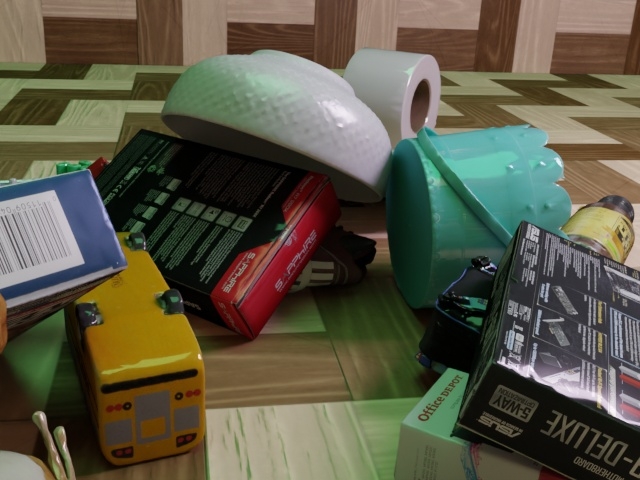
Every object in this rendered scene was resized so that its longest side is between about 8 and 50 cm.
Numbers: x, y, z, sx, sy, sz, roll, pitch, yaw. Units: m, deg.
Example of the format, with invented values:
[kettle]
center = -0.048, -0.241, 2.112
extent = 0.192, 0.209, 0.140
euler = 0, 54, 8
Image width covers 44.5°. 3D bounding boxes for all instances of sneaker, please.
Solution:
[sneaker]
center = 0.000, 0.000, 1.231
extent = 0.162, 0.106, 0.281
euler = 5, 29, -14

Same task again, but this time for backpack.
[backpack]
center = 0.219, 0.116, 0.909
extent = 0.173, 0.117, 0.158
euler = 26, 30, 18

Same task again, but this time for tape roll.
[tape roll]
center = 0.168, -0.333, 1.885
extent = 0.169, 0.246, 0.246
euler = 14, 24, 25

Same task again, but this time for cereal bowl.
[cereal bowl]
center = -0.048, -0.176, 1.133
extent = 0.339, 0.141, 0.339
euler = 20, -5, 2

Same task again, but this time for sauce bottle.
[sauce bottle]
center = 0.437, 0.000, 1.243
extent = 0.111, 0.111, 0.344
euler = 14, 25, 26

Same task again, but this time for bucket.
[bucket]
center = 0.208, -0.031, 1.100
extent = 0.183, 0.281, 0.281
euler = -4, 22, -10

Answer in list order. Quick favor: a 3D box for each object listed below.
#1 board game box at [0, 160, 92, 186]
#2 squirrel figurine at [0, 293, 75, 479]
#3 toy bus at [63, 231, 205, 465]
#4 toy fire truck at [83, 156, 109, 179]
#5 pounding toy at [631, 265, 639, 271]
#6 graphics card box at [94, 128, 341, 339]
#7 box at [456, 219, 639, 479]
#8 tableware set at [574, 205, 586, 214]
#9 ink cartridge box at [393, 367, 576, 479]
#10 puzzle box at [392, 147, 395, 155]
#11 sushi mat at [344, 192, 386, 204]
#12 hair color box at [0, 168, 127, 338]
[board game box]
center = -0.574, -0.059, 1.350
extent = 0.390, 0.050, 0.390
euler = -5, 23, -19
[squirrel figurine]
center = -0.339, 0.176, 0.460
extent = 0.370, 0.397, 0.281
euler = 46, -2, 0
[toy bus]
center = -0.224, 0.097, 0.881
extent = 0.108, 0.130, 0.332
euler = -8, 24, -23
[toy fire truck]
center = -0.352, -0.080, 1.378
extent = 0.047, 0.135, 0.192
euler = -39, 66, -2
[pounding toy]
center = 0.512, 0.116, 0.996
extent = 0.181, 0.094, 0.206
euler = -6, 32, -34
[graphics card box]
center = -0.182, -0.024, 1.114
extent = 0.371, 0.094, 0.233
euler = 17, 59, 31
[box]
center = 0.278, 0.113, 0.755
extent = 0.242, 0.076, 0.307
euler = 25, 30, 6
[tableware set]
center = 0.513, -0.064, 1.538
extent = 0.154, 0.024, 0.104
euler = 18, 25, 34
[ink cartridge box]
center = 0.175, 0.201, 0.745
extent = 0.175, 0.072, 0.127
euler = 14, 24, 27
[puzzle box]
center = 0.151, -0.132, 1.469
extent = 0.409, 0.052, 0.272
euler = 10, 13, -34
[sushi mat]
center = 0.060, -0.136, 1.674
extent = 0.151, 0.019, 0.316
euler = -7, 23, -21
[hair color box]
center = -0.355, 0.054, 0.773
extent = 0.174, 0.105, 0.347
euler = -20, -4, -45
